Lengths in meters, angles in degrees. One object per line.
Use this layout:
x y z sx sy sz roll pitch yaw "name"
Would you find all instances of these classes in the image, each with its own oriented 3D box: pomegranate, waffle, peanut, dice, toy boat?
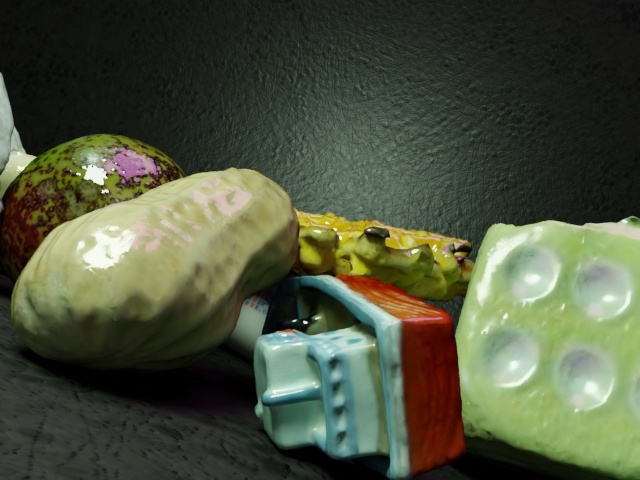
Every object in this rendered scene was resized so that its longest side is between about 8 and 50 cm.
-0.213 0.014 0.798 0.248 0.214 0.214 59 7 14 "pomegranate"
0.000 0.000 0.994 0.380 0.095 0.382 17 4 40 "waffle"
-0.118 0.020 0.658 0.152 0.152 0.313 20 25 17 "peanut"
0.268 0.128 0.820 0.252 0.254 0.250 12 -18 11 "dice"
-0.001 0.105 0.662 0.133 0.145 0.332 -7 3 -13 "toy boat"

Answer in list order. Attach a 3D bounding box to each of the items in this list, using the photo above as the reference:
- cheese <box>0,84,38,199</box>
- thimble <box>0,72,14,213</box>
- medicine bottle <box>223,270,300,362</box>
-0.346 -0.064 0.907 0.163 0.248 0.071 6 9 -10 "cheese"
-0.420 -0.097 0.743 0.245 0.217 0.157 28 11 40 "thimble"
-0.064 0.094 0.985 0.130 0.130 0.341 24 -4 -42 "medicine bottle"
